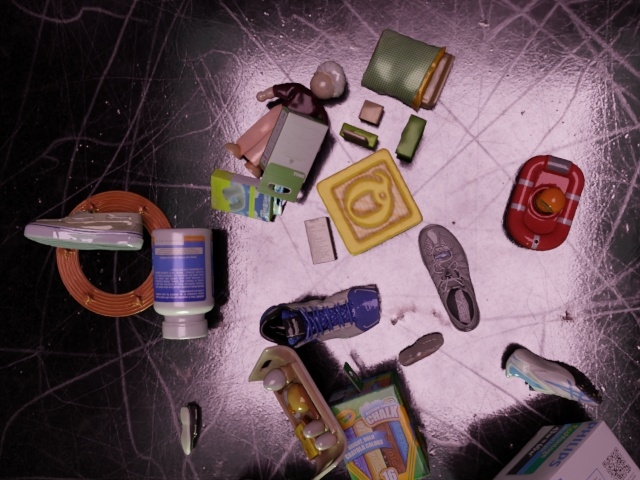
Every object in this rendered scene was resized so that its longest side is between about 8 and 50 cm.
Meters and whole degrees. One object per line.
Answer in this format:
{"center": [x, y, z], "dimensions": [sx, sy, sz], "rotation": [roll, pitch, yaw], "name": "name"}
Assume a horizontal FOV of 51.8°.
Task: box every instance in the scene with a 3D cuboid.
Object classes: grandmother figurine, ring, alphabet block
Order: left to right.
{"center": [-0.545, 0.035, 1.746], "dimensions": [0.337, 0.032, 0.336], "rotation": [0, 91, 8], "name": "ring"}
{"center": [-0.067, -0.306, 1.645], "dimensions": [0.342, 0.104, 0.208], "rotation": [-45, 108, 8], "name": "grandmother figurine"}
{"center": [0.120, -0.087, 1.571], "dimensions": [0.193, 0.197, 0.193], "rotation": [-29, 87, 7], "name": "alphabet block"}

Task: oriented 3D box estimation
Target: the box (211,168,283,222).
{"center": [-0.186, -0.111, 1.663], "dimensions": [0.178, 0.042, 0.109], "rotation": [14, 133, 7], "name": "box"}

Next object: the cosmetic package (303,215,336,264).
{"center": [0.000, 0.000, 1.666], "dimensions": [0.060, 0.041, 0.115], "rotation": [-11, 89, 8], "name": "cosmetic package"}

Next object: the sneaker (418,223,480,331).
{"center": [0.321, 0.088, 1.586], "dimensions": [0.105, 0.115, 0.281], "rotation": [-25, 87, 7], "name": "sneaker"}

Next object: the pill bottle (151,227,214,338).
{"center": [-0.345, 0.105, 1.658], "dimensions": [0.153, 0.152, 0.271], "rotation": [-1, 90, 8], "name": "pill bottle"}

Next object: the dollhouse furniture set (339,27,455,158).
{"center": [0.184, -0.362, 1.583], "dimensions": [0.198, 0.151, 0.301], "rotation": [23, 93, 7], "name": "dollhouse furniture set"}

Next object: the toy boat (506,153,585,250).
{"center": [0.529, -0.088, 1.539], "dimensions": [0.151, 0.151, 0.230], "rotation": [17, 92, 8], "name": "toy boat"}

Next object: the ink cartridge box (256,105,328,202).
{"center": [-0.076, -0.207, 1.598], "dimensions": [0.109, 0.062, 0.209], "rotation": [16, 109, -28], "name": "ink cartridge box"}

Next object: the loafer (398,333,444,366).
{"center": [0.252, 0.274, 1.640], "dimensions": [0.125, 0.039, 0.045], "rotation": [-30, 53, 4], "name": "loafer"}

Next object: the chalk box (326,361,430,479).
{"center": [0.128, 0.426, 1.583], "dimensions": [0.179, 0.180, 0.288], "rotation": [-21, 89, 7], "name": "chalk box"}

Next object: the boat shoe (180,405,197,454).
{"center": [-0.339, 0.492, 1.717], "dimensions": [0.046, 0.038, 0.125], "rotation": [-5, 89, 51], "name": "boat shoe"}

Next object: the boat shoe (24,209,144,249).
{"center": [-0.602, -0.031, 1.698], "dimensions": [0.303, 0.109, 0.094], "rotation": [4, 75, -1], "name": "boat shoe"}

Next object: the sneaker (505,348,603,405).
{"center": [0.557, 0.338, 1.581], "dimensions": [0.237, 0.085, 0.086], "rotation": [25, 120, 3], "name": "sneaker"}

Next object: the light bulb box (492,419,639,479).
{"center": [0.552, 0.647, 1.431], "dimensions": [0.358, 0.225, 0.361], "rotation": [-33, 85, -27], "name": "light bulb box"}

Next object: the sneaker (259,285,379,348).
{"center": [-0.011, 0.201, 1.599], "dimensions": [0.316, 0.182, 0.127], "rotation": [-12, 90, 8], "name": "sneaker"}

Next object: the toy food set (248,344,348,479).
{"center": [-0.066, 0.416, 1.558], "dimensions": [0.093, 0.219, 0.306], "rotation": [-21, 67, -29], "name": "toy food set"}
